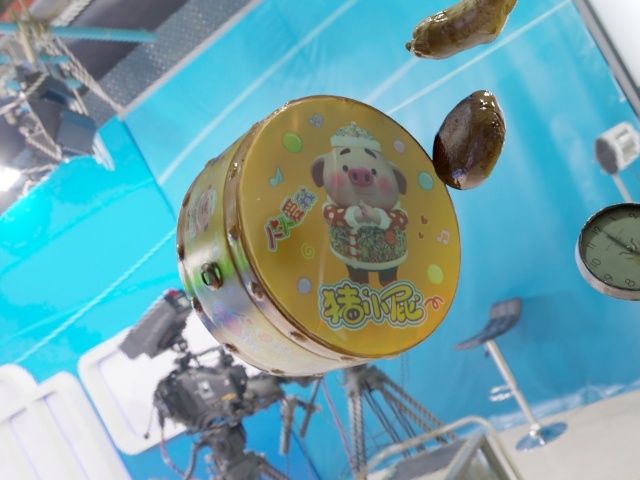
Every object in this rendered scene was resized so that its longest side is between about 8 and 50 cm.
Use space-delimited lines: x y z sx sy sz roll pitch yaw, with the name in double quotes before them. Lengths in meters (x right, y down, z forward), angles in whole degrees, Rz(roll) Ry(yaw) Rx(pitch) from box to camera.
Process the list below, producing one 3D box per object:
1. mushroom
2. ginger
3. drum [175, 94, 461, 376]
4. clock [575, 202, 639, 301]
"mushroom" 0.176 -0.122 0.871 0.052 0.123 0.123 9 -19 -23
"ginger" 0.223 -0.335 1.122 0.190 0.068 0.095 -20 -16 28
"drum" 0.000 0.000 1.135 0.431 0.431 0.214 -26 0 -38
"clock" 0.543 0.016 1.266 0.185 0.184 0.040 -28 -33 -1
